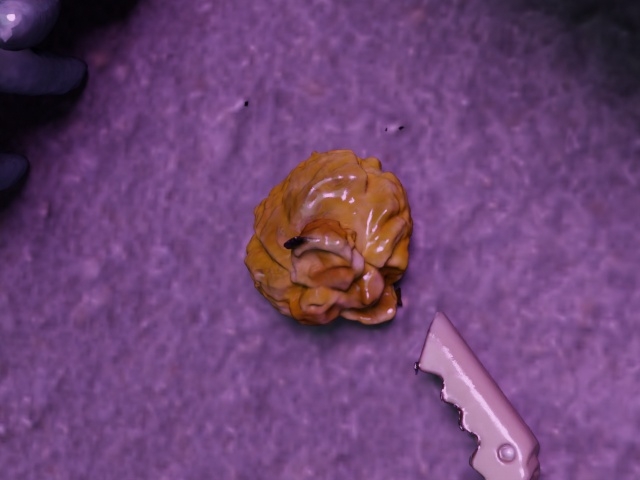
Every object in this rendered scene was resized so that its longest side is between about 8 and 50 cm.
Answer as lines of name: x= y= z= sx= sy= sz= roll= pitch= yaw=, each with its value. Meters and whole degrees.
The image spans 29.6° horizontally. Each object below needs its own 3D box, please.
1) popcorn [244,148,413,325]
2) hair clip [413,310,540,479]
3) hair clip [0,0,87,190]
popcorn: x=0.000 y=0.000 z=0.532 sx=0.084 sy=0.084 sz=0.084 roll=-2 pitch=84 yaw=21
hair clip: x=0.086 y=0.138 z=0.509 sx=0.072 sy=0.034 sz=0.225 roll=-10 pitch=80 yaw=17
hair clip: x=-0.198 y=-0.167 z=0.525 sx=0.238 sy=0.392 sz=0.318 roll=32 pitch=99 yaw=-4
